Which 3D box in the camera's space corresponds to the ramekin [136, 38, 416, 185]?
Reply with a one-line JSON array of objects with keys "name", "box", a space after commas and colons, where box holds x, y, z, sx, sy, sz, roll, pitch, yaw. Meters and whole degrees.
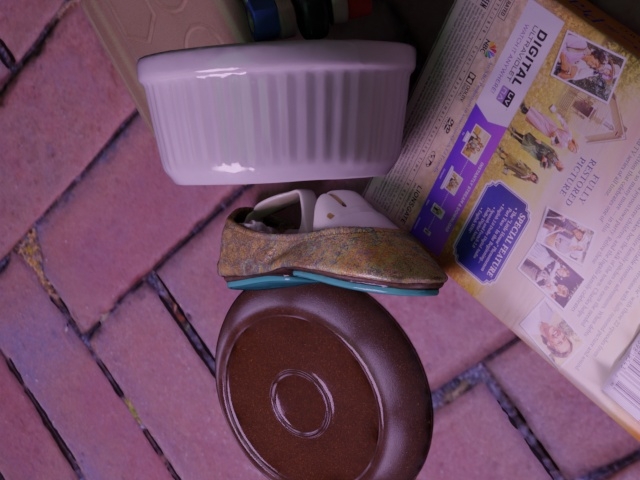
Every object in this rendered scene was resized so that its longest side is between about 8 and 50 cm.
[{"name": "ramekin", "box": [-0.041, -0.122, 1.170, 0.273, 0.273, 0.127, 1, 96, 34]}]

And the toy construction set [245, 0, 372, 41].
[{"name": "toy construction set", "box": [-0.017, -0.343, 1.147, 0.309, 0.237, 0.257, -36, 104, -2]}]

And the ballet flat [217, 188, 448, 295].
[{"name": "ballet flat", "box": [0.000, 0.000, 1.274, 0.348, 0.123, 0.123, -1, 106, 54]}]

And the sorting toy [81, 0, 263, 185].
[{"name": "sorting toy", "box": [-0.144, -0.202, 1.383, 0.229, 0.041, 0.307, -24, 96, 47]}]

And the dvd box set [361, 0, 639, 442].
[{"name": "dvd box set", "box": [0.251, -0.039, 1.120, 0.420, 0.062, 0.307, 42, 126, 26]}]

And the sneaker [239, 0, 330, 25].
[{"name": "sneaker", "box": [-0.048, -0.263, 1.302, 0.152, 0.053, 0.061, 40, 133, 25]}]

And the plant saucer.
[{"name": "plant saucer", "box": [-0.014, 0.189, 1.426, 0.310, 0.050, 0.311, 11, 110, 32]}]
